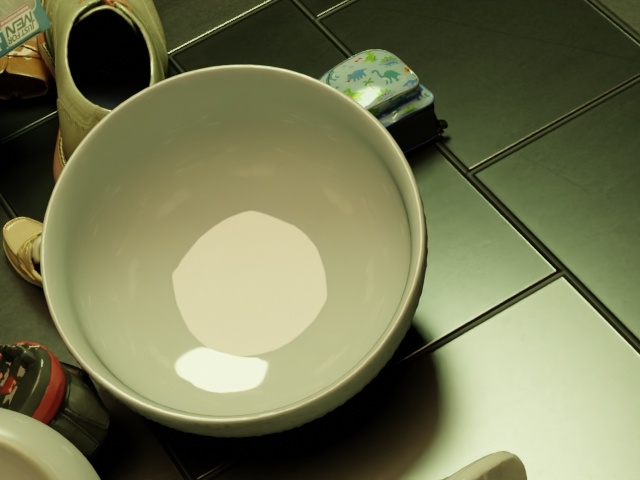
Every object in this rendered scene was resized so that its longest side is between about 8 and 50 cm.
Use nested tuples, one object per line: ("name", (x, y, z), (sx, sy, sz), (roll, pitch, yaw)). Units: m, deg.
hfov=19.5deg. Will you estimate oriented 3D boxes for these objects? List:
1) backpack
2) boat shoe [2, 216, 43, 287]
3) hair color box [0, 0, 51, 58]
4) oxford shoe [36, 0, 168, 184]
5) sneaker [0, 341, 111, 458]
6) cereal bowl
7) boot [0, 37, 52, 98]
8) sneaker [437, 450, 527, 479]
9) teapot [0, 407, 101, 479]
("backpack", (0.050, -0.139, 1.847), (0.105, 0.084, 0.114), (-29, 44, -15))
("boat shoe", (-0.258, 0.016, 1.803), (0.063, 0.059, 0.170), (-37, 49, -19))
("hair color box", (-0.466, -0.200, 1.925), (0.347, 0.105, 0.174), (-9, 24, 38))
("oxford shoe", (-0.215, -0.210, 1.926), (0.141, 0.146, 0.397), (-1, 47, -15))
("sneaker", (-0.280, 0.141, 1.666), (0.276, 0.135, 0.097), (8, 69, 53))
("cereal bowl", (-0.069, 0.022, 1.655), (0.339, 0.141, 0.339), (-3, 68, 8))
("boot", (-0.374, -0.218, 2.053), (0.197, 0.073, 0.152), (-6, 50, 14))
("sneaker", (0.069, 0.231, 1.502), (0.212, 0.080, 0.094), (-37, 37, -17))
("teapot", (-0.267, 0.248, 1.504), (0.252, 0.187, 0.256), (-42, 85, 3))
